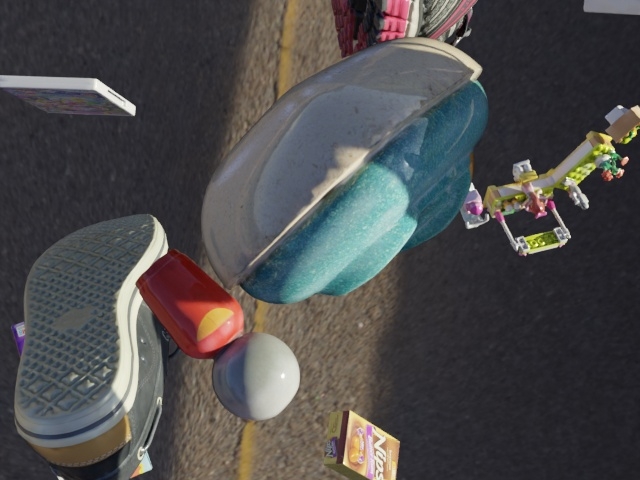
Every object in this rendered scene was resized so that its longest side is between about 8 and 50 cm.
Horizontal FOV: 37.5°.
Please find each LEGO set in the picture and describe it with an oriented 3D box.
[{"bbox_3d":[0.339,-0.069,1.315,0.287,0.132,0.107,-25,57,7],"label":"LEGO set"}]

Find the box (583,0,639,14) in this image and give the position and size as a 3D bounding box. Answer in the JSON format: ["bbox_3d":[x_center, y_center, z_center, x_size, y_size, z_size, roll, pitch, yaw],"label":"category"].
[{"bbox_3d":[0.375,-0.341,1.079,0.091,0.130,0.170,12,30,31],"label":"box"}]

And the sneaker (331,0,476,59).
[{"bbox_3d":[0.079,-0.196,0.873,0.112,0.299,0.120,-13,87,-7],"label":"sneaker"}]

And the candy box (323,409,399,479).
[{"bbox_3d":[0.084,0.420,1.865,0.187,0.053,0.109,40,49,-43],"label":"candy box"}]

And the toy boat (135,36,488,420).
[{"bbox_3d":[0.000,0.000,0.656,0.148,0.318,0.267,48,33,2],"label":"toy boat"}]

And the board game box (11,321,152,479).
[{"bbox_3d":[-0.399,0.262,1.570,0.142,0.144,0.275,-20,57,-14],"label":"board game box"}]

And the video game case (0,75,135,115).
[{"bbox_3d":[-0.223,-0.127,0.836,0.087,0.122,0.011,3,87,4],"label":"video game case"}]

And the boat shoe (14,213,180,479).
[{"bbox_3d":[-0.281,0.121,1.216,0.187,0.500,0.156,-12,121,0],"label":"boat shoe"}]
